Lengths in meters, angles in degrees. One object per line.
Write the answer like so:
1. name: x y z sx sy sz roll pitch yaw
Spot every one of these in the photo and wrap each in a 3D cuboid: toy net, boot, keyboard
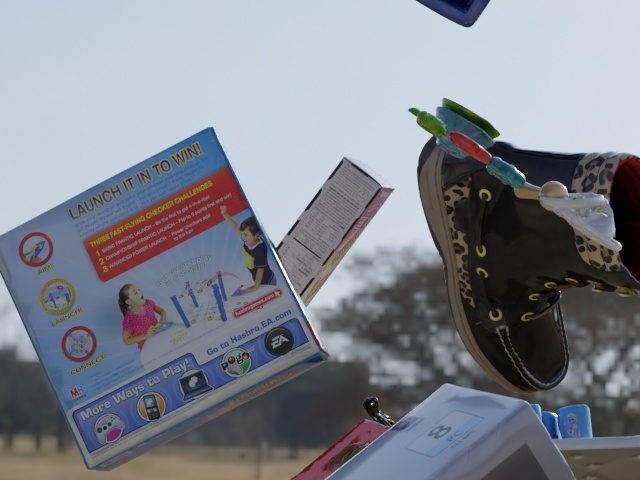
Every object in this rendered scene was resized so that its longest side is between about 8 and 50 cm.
1. toy net: 0.194 -0.069 1.641 0.232 0.045 0.122 33 -2 20
2. boot: 0.289 0.037 2.052 0.284 0.377 0.138 5 34 45
3. keyboard: 0.098 0.332 2.600 0.033 0.201 0.317 -12 -21 6

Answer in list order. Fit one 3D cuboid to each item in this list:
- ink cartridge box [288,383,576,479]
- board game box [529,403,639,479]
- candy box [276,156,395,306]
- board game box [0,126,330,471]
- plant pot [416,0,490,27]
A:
1. ink cartridge box: -0.017 0.226 1.366 0.308 0.091 0.385 -37 15 -17
2. board game box: 0.349 0.236 1.612 0.390 0.050 0.390 -2 -28 -1
3. candy box: 0.000 0.000 2.346 0.071 0.233 0.159 38 7 6
4. board game box: -0.192 0.071 2.043 0.308 0.302 0.086 -27 -13 3
5. plant pot: 0.159 -0.449 2.324 0.236 0.236 0.212 30 12 -5
